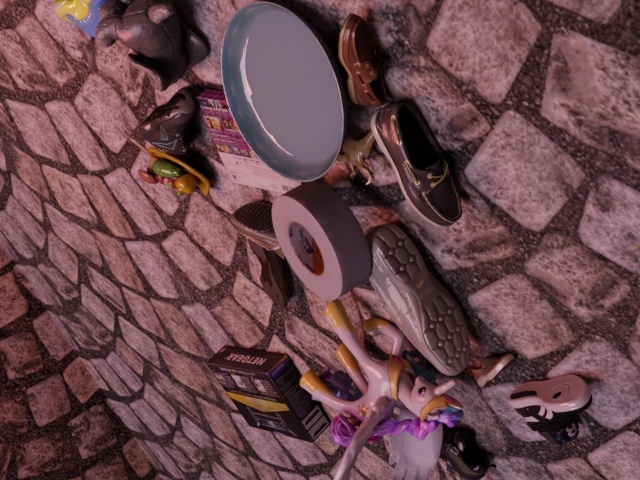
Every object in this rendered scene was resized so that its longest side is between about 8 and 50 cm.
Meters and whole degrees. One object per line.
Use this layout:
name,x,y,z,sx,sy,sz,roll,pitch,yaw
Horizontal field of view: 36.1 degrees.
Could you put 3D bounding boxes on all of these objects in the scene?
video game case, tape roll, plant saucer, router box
video game case,-0.124,-0.190,1.917,0.232,0.042,0.210,14,137,44
tape roll,0.000,0.000,1.827,0.219,0.072,0.219,45,153,31
plant saucer,-0.057,-0.256,1.687,0.317,0.044,0.317,29,132,39
router box,-0.143,0.407,2.630,0.309,0.081,0.243,0,127,53

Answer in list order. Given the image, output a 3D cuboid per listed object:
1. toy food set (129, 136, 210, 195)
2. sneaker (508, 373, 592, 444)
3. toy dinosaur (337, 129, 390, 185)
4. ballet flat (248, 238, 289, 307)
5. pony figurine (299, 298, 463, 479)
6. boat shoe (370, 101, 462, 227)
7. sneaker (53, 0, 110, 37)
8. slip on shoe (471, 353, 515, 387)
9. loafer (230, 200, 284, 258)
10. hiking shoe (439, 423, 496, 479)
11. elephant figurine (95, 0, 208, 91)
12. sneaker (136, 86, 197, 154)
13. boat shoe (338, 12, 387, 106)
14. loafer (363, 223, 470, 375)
toy food set,-0.342,-0.143,2.191,0.218,0.071,0.128,25,167,35
sneaker,0.441,0.309,1.763,0.121,0.079,0.217,48,159,-9
toy dinosaur,0.072,-0.148,1.702,0.092,0.053,0.183,51,151,-4
ballet flat,-0.104,0.060,2.195,0.084,0.058,0.250,30,151,34
pony figurine,0.117,0.344,2.013,0.363,0.303,0.351,40,120,39
boat shoe,0.165,-0.120,1.586,0.227,0.081,0.069,56,154,-10
sneaker,-0.431,-0.471,1.957,0.126,0.091,0.240,41,156,-29
slip on shoe,0.323,0.237,1.854,0.041,0.051,0.135,53,159,14
loafer,-0.085,-0.003,2.041,0.251,0.094,0.087,26,140,33
hiking shoe,0.278,0.427,2.126,0.227,0.086,0.114,40,135,4
elephant figurine,-0.299,-0.361,1.861,0.169,0.186,0.239,-21,131,13
sneaker,-0.296,-0.242,2.046,0.106,0.101,0.267,43,161,-15
boat shoe,0.072,-0.280,1.538,0.060,0.064,0.178,21,150,25
loafer,0.174,0.111,1.840,0.319,0.112,0.111,61,154,-8
